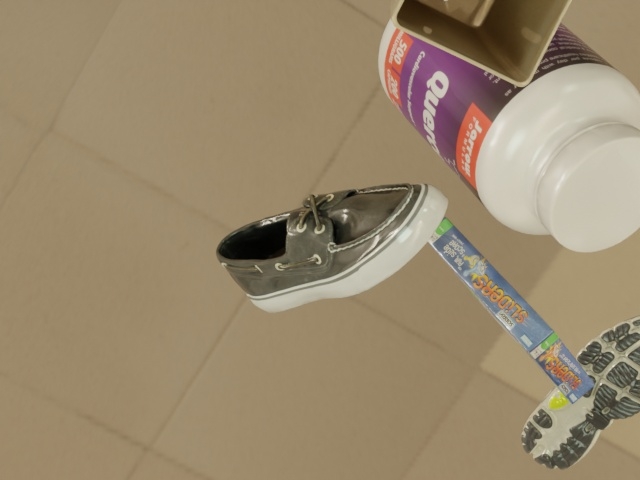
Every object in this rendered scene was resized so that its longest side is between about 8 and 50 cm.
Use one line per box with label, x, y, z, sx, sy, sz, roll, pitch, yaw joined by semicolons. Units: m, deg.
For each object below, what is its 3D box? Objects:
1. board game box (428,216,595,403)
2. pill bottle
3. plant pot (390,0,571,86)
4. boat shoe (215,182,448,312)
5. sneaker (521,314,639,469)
board game box;0.201;0.074;1.432;0.035;0.201;0.136;-41;137;2
pill bottle;0.198;-0.129;1.326;0.181;0.323;0.182;-14;129;-18
plant pot;0.110;-0.186;0.941;0.109;0.096;0.109;23;102;-16
boat shoe;0.000;0.000;0.621;0.040;0.049;0.142;40;144;-20
sneaker;0.354;0.175;1.694;0.107;0.110;0.275;42;125;1
